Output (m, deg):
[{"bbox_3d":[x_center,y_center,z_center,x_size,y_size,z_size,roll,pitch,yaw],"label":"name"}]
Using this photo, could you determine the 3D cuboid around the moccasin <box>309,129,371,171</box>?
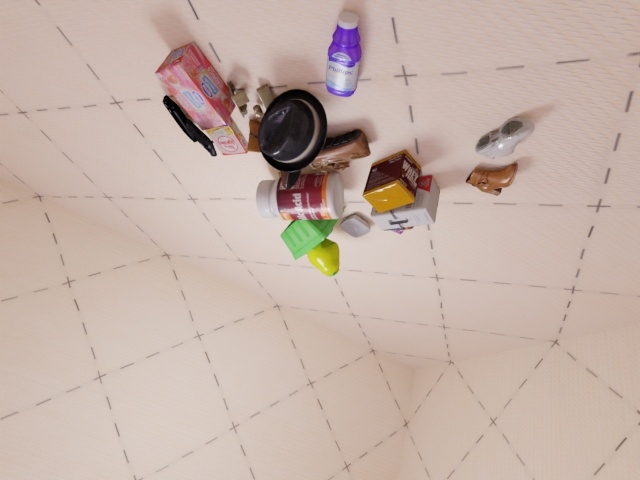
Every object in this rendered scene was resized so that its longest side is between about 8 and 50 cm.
[{"bbox_3d":[0.038,-0.376,1.888,0.379,0.139,0.147,-11,130,25],"label":"moccasin"}]

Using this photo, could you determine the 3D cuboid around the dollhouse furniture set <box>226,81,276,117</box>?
[{"bbox_3d":[-0.282,-0.600,1.788,0.151,0.123,0.144,-25,140,2],"label":"dollhouse furniture set"}]

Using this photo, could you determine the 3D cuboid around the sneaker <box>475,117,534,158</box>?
[{"bbox_3d":[0.699,-0.373,1.596,0.115,0.091,0.232,25,158,-23],"label":"sneaker"}]

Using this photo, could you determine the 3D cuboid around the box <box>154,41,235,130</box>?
[{"bbox_3d":[-0.497,-0.618,1.749,0.142,0.154,0.300,-3,142,32],"label":"box"}]

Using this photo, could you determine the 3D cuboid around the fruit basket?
[{"bbox_3d":[0.000,0.000,2.337,0.391,0.283,0.392,22,143,18],"label":"fruit basket"}]

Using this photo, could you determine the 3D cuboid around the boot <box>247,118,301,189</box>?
[{"bbox_3d":[-0.220,-0.378,1.884,0.280,0.096,0.265,18,118,28],"label":"boot"}]

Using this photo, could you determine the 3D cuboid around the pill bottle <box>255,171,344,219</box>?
[{"bbox_3d":[-0.099,-0.209,2.085,0.391,0.224,0.224,-1,145,18],"label":"pill bottle"}]

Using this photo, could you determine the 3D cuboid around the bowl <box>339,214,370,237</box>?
[{"bbox_3d":[0.191,-0.084,2.333,0.141,0.053,0.142,33,147,-24],"label":"bowl"}]

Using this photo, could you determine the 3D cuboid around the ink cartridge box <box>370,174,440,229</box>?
[{"bbox_3d":[0.386,-0.168,1.958,0.272,0.197,0.114,-6,142,35],"label":"ink cartridge box"}]

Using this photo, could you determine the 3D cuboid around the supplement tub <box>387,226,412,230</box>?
[{"bbox_3d":[0.400,-0.104,2.143,0.197,0.106,0.106,-3,143,30],"label":"supplement tub"}]

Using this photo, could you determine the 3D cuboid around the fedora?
[{"bbox_3d":[-0.138,-0.434,1.695,0.333,0.335,0.152,4,-169,23],"label":"fedora"}]

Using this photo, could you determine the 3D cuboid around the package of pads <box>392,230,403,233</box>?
[{"bbox_3d":[0.400,-0.065,2.274,0.083,0.032,0.050,22,152,-6],"label":"package of pads"}]

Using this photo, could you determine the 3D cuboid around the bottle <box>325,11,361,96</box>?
[{"bbox_3d":[0.083,-0.634,1.480,0.118,0.092,0.283,16,149,6],"label":"bottle"}]

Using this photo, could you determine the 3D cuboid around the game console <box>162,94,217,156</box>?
[{"bbox_3d":[-0.564,-0.485,1.905,0.361,0.044,0.213,44,169,26],"label":"game console"}]

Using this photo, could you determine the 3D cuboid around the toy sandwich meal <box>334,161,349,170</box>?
[{"bbox_3d":[0.098,-0.337,1.967,0.085,0.029,0.085,-17,177,-1],"label":"toy sandwich meal"}]

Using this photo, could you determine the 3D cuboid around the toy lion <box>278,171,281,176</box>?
[{"bbox_3d":[-0.158,-0.310,2.182,0.095,0.034,0.100,5,147,8],"label":"toy lion"}]

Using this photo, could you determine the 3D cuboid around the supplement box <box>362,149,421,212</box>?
[{"bbox_3d":[0.311,-0.254,1.863,0.191,0.194,0.129,-17,135,44],"label":"supplement box"}]

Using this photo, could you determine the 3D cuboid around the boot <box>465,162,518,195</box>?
[{"bbox_3d":[0.701,-0.265,1.766,0.152,0.073,0.197,22,146,1],"label":"boot"}]

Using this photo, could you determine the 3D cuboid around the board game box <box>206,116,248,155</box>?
[{"bbox_3d":[-0.443,-0.490,2.028,0.146,0.045,0.194,1,145,27],"label":"board game box"}]
